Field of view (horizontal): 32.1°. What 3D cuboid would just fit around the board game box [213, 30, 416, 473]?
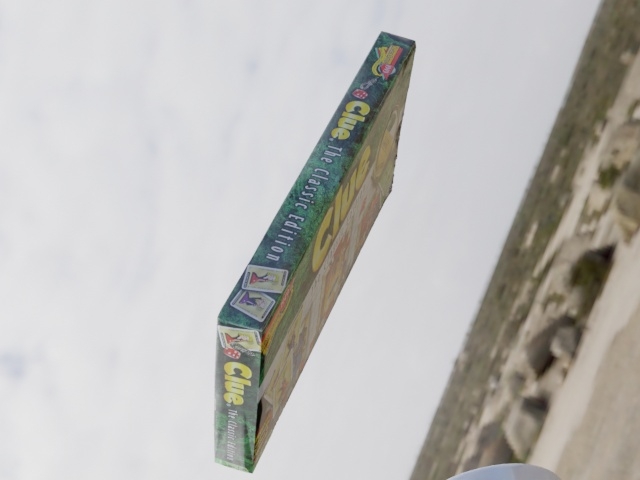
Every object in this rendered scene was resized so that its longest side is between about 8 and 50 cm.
[{"bbox_3d":[0.000,0.000,0.674,0.136,0.030,0.259,93,-161,-47],"label":"board game box"}]

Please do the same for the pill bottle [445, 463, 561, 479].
[{"bbox_3d":[0.160,0.325,0.842,0.160,0.160,0.283,99,165,-47],"label":"pill bottle"}]
